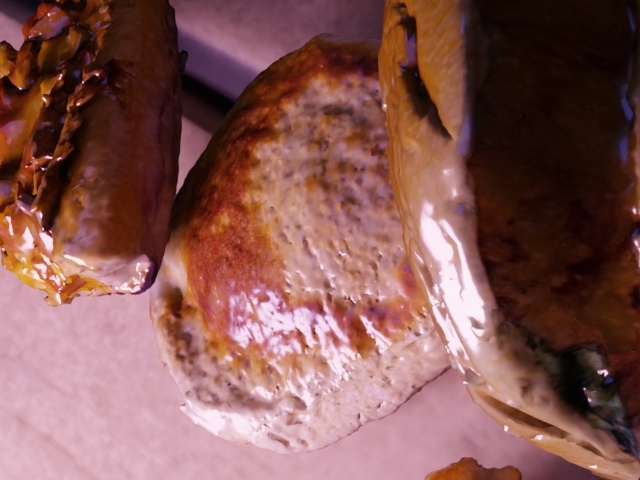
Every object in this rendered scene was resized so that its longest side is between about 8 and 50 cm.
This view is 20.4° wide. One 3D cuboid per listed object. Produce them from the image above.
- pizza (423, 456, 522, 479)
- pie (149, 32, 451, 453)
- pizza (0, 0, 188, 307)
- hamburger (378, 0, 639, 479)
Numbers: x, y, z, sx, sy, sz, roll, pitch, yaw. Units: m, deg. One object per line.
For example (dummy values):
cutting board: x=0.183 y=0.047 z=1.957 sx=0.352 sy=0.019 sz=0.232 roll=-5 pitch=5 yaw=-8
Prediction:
pizza: x=0.017 y=0.200 z=0.767 sx=0.127 sy=0.058 sz=0.246 roll=28 pitch=90 yaw=42
pie: x=0.000 y=0.000 z=0.858 sx=0.205 sy=0.084 sz=0.179 roll=-37 pitch=49 yaw=26
pizza: x=-0.135 y=-0.067 z=0.954 sx=0.161 sy=0.085 sz=0.305 roll=-58 pitch=26 yaw=23
hamburger: x=0.109 y=-0.049 z=0.712 sx=0.132 sy=0.211 sz=0.309 roll=-12 pitch=61 yaw=30
